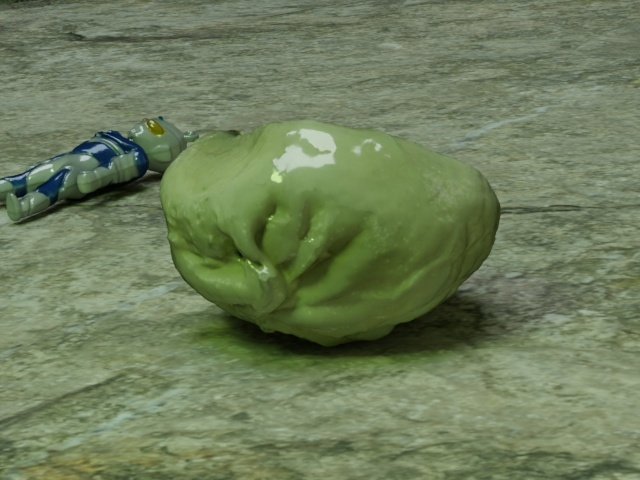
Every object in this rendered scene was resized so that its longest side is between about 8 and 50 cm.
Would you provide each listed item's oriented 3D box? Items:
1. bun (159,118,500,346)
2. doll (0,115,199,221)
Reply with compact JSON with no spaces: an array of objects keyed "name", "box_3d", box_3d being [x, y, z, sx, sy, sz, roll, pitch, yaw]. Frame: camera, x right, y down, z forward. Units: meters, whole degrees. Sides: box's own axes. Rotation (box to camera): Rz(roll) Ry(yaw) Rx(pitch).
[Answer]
[{"name":"bun","box_3d":[0.000,0.000,1.289,0.229,0.145,0.229,15,-12,3]},{"name":"doll","box_3d":[-0.210,-0.070,1.765,0.227,0.057,0.114,-19,16,-36]}]
